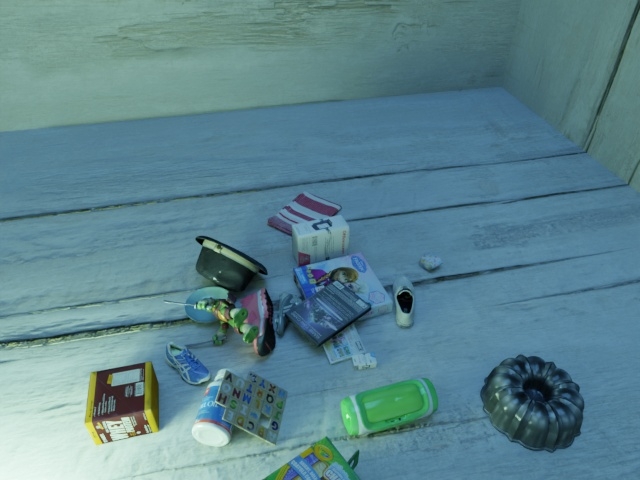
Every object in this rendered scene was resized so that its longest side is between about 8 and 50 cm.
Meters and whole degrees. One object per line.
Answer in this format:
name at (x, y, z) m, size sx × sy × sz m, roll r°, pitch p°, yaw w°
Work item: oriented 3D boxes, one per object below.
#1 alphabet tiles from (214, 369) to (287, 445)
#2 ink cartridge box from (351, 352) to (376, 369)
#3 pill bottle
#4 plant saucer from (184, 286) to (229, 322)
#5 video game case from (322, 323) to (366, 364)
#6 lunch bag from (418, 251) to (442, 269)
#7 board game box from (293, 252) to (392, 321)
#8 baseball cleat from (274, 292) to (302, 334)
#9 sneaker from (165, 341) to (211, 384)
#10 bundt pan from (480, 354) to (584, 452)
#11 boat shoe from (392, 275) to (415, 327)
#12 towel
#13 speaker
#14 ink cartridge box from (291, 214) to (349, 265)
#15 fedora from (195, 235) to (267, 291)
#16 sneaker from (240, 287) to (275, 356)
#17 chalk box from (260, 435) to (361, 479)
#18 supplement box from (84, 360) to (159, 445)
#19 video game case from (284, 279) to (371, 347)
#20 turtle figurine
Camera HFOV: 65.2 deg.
alphabet tiles at (-0.220, 0.518, 1.607) m, size 0.237 × 0.009 × 0.198 m, roll 34°, pitch 37°, yaw -17°
ink cartridge box at (0.157, 0.436, 1.805) m, size 0.083 × 0.028 × 0.048 m, roll -5°, pitch 39°, yaw -7°
pill bottle at (-0.321, 0.530, 1.608) m, size 0.124 × 0.124 × 0.221 m, roll 5°, pitch 39°, yaw 5°
plant saucer at (-0.442, 0.264, 1.998) m, size 0.195 × 0.037 × 0.195 m, roll 0°, pitch 39°, yaw 0°
video game case at (0.076, 0.374, 1.868) m, size 0.143 × 0.019 × 0.157 m, roll -13°, pitch 52°, yaw -16°
lunch bag at (0.486, 0.095, 2.209) m, size 0.071 × 0.053 × 0.083 m, roll -24°, pitch 36°, yaw -30°
board game box at (0.084, 0.202, 2.057) m, size 0.318 × 0.066 × 0.319 m, roll -13°, pitch 43°, yaw -17°
baseball cleat at (-0.121, 0.282, 1.957) m, size 0.109 × 0.072 × 0.206 m, roll 6°, pitch 43°, yaw -4°
sneaker at (-0.473, 0.431, 1.759) m, size 0.211 × 0.081 × 0.080 m, roll 24°, pitch 43°, yaw 24°
bundt pan at (0.707, 0.511, 1.651) m, size 0.330 × 0.124 × 0.331 m, roll 1°, pitch 39°, yaw -1°
boat shoe at (0.337, 0.226, 2.017) m, size 0.096 × 0.088 × 0.267 m, roll 6°, pitch 40°, yaw 7°
towel at (-0.076, -0.129, 2.487) m, size 0.237 × 0.037 × 0.329 m, roll 24°, pitch 45°, yaw 25°
speaker at (0.222, 0.532, 1.613) m, size 0.296 × 0.131 × 0.131 m, roll -10°, pitch 41°, yaw -13°
ink cartridge box at (0.000, 0.000, 2.221) m, size 0.237 × 0.172 × 0.100 m, roll -12°, pitch 41°, yaw -15°
fedora at (-0.391, 0.114, 2.063) m, size 0.334 × 0.334 × 0.153 m, roll 22°, pitch 78°, yaw 24°
sneaker at (-0.250, 0.322, 1.901) m, size 0.136 × 0.116 × 0.314 m, roll -16°, pitch 37°, yaw 5°
chalk box at (0.004, 0.689, 1.376) m, size 0.289 × 0.180 × 0.179 m, roll -24°, pitch 45°, yaw -26°
supplement box at (-0.631, 0.520, 1.610) m, size 0.194 × 0.129 × 0.191 m, roll -9°, pitch 41°, yaw -11°
video game case at (0.029, 0.270, 1.909) m, size 0.274 × 0.026 × 0.196 m, roll -30°, pitch 50°, yaw -30°
turtle figurine at (-0.375, 0.302, 1.800) m, size 0.266 × 0.198 × 0.274 m, roll 8°, pitch 11°, yaw 42°
